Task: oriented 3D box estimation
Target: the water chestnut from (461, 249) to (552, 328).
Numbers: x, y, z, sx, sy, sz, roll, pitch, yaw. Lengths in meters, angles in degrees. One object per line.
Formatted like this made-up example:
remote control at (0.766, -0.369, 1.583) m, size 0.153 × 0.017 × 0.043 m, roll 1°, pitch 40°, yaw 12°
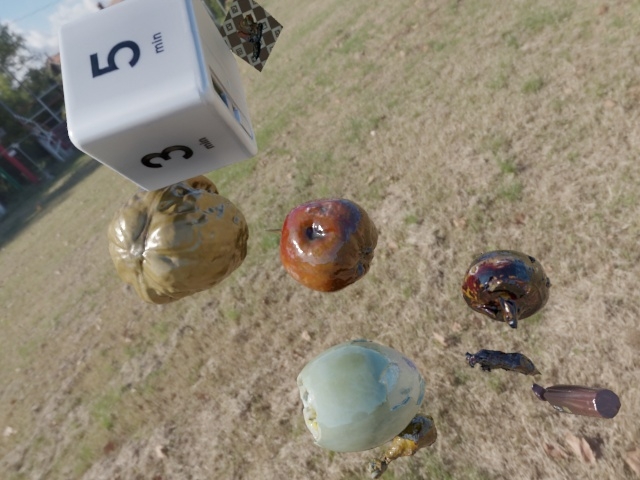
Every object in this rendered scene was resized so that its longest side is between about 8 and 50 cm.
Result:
water chestnut at (0.644, 0.176, 1.572) m, size 0.299 × 0.300 × 0.300 m, roll -26°, pitch 32°, yaw 18°

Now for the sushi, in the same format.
sushi at (-0.158, -0.455, 0.986) m, size 0.026 × 0.126 × 0.120 m, roll 28°, pitch 91°, yaw 50°

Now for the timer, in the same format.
timer at (-0.225, -0.210, 0.655) m, size 0.194 × 0.192 × 0.195 m, roll -16°, pitch 74°, yaw 7°

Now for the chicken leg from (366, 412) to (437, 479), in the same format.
chicken leg at (0.230, 0.590, 1.295) m, size 0.251 × 0.107 × 0.087 m, roll -43°, pitch 44°, yaw 5°

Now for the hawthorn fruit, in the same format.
hawthorn fruit at (0.021, 0.007, 1.168) m, size 0.258 × 0.258 × 0.261 m, roll -45°, pitch 31°, yaw -13°

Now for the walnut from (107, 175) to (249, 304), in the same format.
walnut at (-0.251, -0.003, 0.834) m, size 0.224 × 0.257 × 0.257 m, roll 13°, pitch 50°, yaw 16°

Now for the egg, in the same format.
egg at (0.114, 0.407, 1.218) m, size 0.335 × 0.279 × 0.278 m, roll -16°, pitch 28°, yaw -10°

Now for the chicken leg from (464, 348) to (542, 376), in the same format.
chicken leg at (0.585, 0.392, 1.449) m, size 0.233 × 0.105 × 0.063 m, roll 1°, pitch 59°, yaw 22°

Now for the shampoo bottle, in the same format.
shampoo bottle at (0.586, 0.370, 1.059) m, size 0.067 × 0.068 × 0.236 m, roll -23°, pitch -11°, yaw -12°
